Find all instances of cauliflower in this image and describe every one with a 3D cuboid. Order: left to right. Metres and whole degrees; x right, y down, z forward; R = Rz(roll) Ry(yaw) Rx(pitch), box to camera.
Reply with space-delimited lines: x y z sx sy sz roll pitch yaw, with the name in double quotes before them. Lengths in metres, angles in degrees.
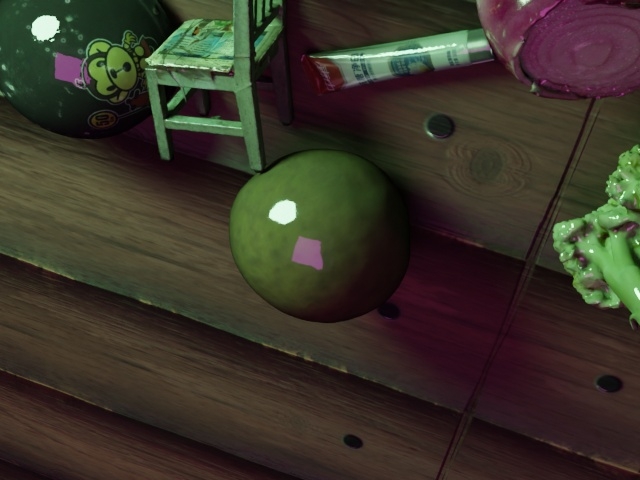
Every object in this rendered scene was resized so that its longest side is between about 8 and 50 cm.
"cauliflower" 0.415 0.036 0.926 0.327 0.281 0.260 3 156 31

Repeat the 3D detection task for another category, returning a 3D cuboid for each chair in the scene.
"chair" -0.122 -0.230 1.016 0.147 0.136 0.270 9 131 14

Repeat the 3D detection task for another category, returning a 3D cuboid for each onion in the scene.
"onion" 0.250 -0.242 0.822 0.207 0.200 0.200 -14 123 4

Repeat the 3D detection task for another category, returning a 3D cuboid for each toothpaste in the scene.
"toothpaste" 0.089 -0.213 1.012 0.239 0.039 0.062 -4 132 28

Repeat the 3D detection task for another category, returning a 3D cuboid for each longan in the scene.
"longan" 0.000 0.000 1.102 0.248 0.248 0.248 11 130 14

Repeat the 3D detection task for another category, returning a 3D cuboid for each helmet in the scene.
"helmet" -0.327 -0.230 1.089 0.279 0.160 0.230 9 131 14
